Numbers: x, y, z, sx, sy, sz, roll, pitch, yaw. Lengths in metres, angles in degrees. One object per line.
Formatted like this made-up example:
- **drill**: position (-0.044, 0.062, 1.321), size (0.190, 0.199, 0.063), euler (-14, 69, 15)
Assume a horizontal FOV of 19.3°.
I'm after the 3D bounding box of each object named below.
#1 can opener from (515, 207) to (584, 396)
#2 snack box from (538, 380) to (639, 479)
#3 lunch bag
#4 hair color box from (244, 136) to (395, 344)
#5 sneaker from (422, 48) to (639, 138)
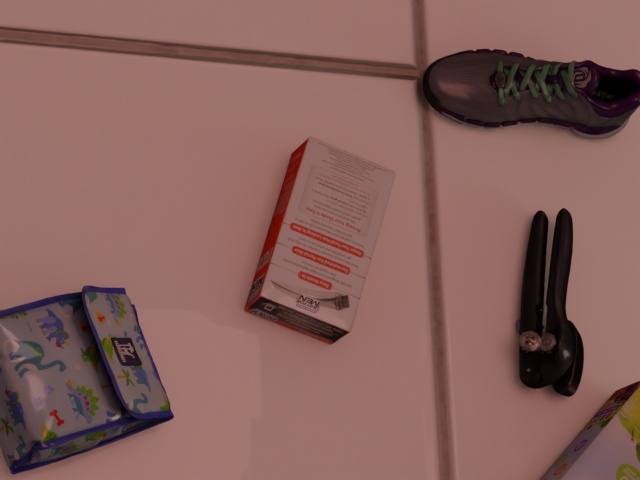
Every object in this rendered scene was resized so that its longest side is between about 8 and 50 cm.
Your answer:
- **can opener**: position (0.215, 0.056, 1.804), size (0.059, 0.073, 0.186), euler (-7, 68, 19)
- **snack box**: position (0.288, 0.262, 1.747), size (0.174, 0.070, 0.207), euler (46, 65, -3)
- **lunch bag**: position (-0.209, 0.113, 1.610), size (0.151, 0.096, 0.129), euler (-13, 75, -37)
- **hair color box**: position (0.000, 0.000, 1.739), size (0.093, 0.053, 0.167), euler (23, 66, -13)
- **sneaker**: position (0.215, -0.157, 1.840), size (0.223, 0.098, 0.083), euler (4, 72, -19)
